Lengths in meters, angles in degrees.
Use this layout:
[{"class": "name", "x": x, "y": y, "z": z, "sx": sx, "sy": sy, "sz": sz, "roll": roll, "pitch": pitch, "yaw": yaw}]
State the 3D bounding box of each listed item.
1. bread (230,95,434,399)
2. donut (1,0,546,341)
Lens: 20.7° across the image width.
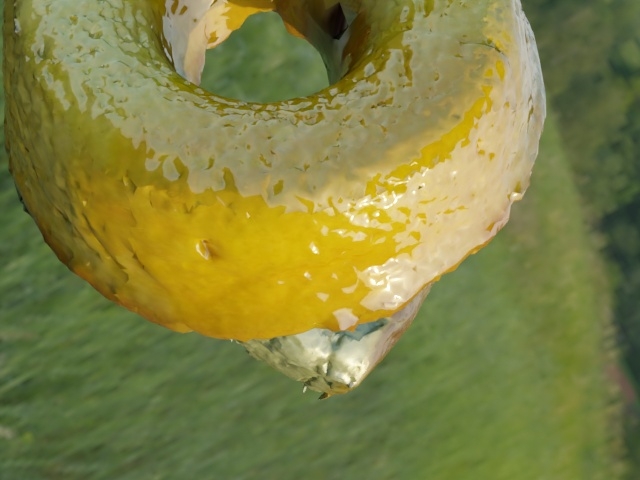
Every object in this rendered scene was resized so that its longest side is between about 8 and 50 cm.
[{"class": "bread", "x": 0.000, "y": 0.000, "z": 1.615, "sx": 0.225, "sy": 0.250, "sz": 0.279, "roll": 34, "pitch": -8, "yaw": -8}, {"class": "donut", "x": -0.034, "y": -0.100, "z": 0.896, "sx": 0.110, "sy": 0.303, "sz": 0.303, "roll": 79, "pitch": -7, "yaw": -59}]
